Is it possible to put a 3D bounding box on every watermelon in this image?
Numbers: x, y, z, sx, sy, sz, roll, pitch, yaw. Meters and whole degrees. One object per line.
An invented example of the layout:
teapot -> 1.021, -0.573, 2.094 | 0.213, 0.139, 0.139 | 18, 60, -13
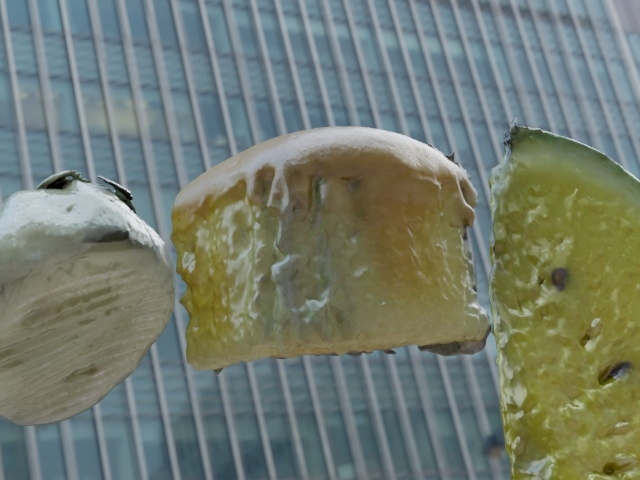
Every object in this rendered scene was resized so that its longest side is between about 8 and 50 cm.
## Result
watermelon -> 0.129, 0.090, 0.655 | 0.129, 0.301, 0.123 | 20, -34, -37

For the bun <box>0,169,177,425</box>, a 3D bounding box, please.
bun -> -0.244, 0.046, 1.322 | 0.239, 0.141, 0.239 | -33, -34, -26

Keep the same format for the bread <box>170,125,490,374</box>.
bread -> 0.000, 0.000, 1.217 | 0.262, 0.204, 0.162 | -8, -13, 7
